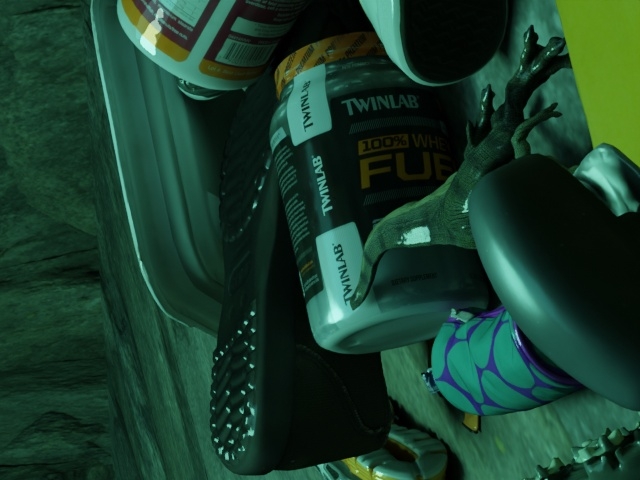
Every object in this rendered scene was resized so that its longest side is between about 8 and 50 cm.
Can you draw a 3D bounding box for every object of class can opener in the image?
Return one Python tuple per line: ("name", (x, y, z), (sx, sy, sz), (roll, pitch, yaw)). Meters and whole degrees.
("can opener", (0.158, 0.073, 0.459), (0.280, 0.093, 0.074), (46, 148, 30))

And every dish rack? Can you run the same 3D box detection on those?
("dish rack", (-0.087, -0.054, 1.232), (0.333, 0.072, 0.285), (44, -149, -70))

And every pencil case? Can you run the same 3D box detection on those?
("pencil case", (0.109, 0.058, 0.783), (0.070, 0.064, 0.152), (55, 161, 3))

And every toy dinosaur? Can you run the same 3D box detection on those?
("toy dinosaur", (0.093, -0.036, 0.739), (0.268, 0.064, 0.118), (-18, 49, 60))

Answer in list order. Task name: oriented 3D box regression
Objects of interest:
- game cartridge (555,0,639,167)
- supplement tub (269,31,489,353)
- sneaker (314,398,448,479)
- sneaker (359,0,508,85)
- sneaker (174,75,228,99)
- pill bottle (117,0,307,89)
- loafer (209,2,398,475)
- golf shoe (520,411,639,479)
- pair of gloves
("game cartridge", (0.157, -0.151, 0.505), (0.285, 0.053, 0.323), (135, 126, -70))
("supplement tub", (0.033, -0.031, 0.915), (0.117, 0.117, 0.190), (124, 135, -68))
("sneaker", (0.035, 0.178, 1.090), (0.215, 0.084, 0.083), (-147, 46, -69))
("sneaker", (0.044, -0.238, 0.782), (0.123, 0.106, 0.290), (-123, 27, -52))
("sneaker", (-0.054, -0.198, 1.134), (0.081, 0.080, 0.211), (92, -157, -70))
("pill bottle", (-0.045, -0.222, 0.977), (0.221, 0.121, 0.121), (-55, 39, 32))
("loafer", (0.000, 0.000, 1.036), (0.134, 0.130, 0.366), (141, 137, -61))
("golf shoe", (0.149, 0.158, 0.674), (0.120, 0.105, 0.273), (57, 162, 22))
("pair of gloves", (0.091, 0.085, 0.967), (0.083, 0.010, 0.074), (-134, 38, -64))
